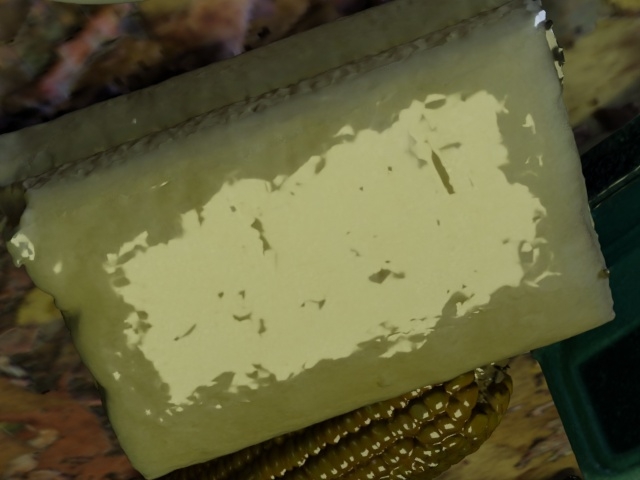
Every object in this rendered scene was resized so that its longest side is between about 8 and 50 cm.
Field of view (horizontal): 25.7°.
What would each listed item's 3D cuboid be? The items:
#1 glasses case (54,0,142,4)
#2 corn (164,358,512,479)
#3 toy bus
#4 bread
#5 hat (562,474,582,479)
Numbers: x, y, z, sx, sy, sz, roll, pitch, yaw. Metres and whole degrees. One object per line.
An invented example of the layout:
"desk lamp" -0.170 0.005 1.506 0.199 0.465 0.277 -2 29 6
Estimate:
"glasses case" -0.037 -0.141 0.278 0.092 0.059 0.233 -4 142 -17
"corn" 0.001 0.096 0.616 0.207 0.068 0.068 -37 141 24
"toy bus" 0.199 0.047 0.571 0.128 0.147 0.256 -38 140 28
"bread" 0.000 0.000 0.458 0.178 0.060 0.139 -21 118 3
"hat" 0.140 0.172 0.794 0.076 0.059 0.077 2 147 34
